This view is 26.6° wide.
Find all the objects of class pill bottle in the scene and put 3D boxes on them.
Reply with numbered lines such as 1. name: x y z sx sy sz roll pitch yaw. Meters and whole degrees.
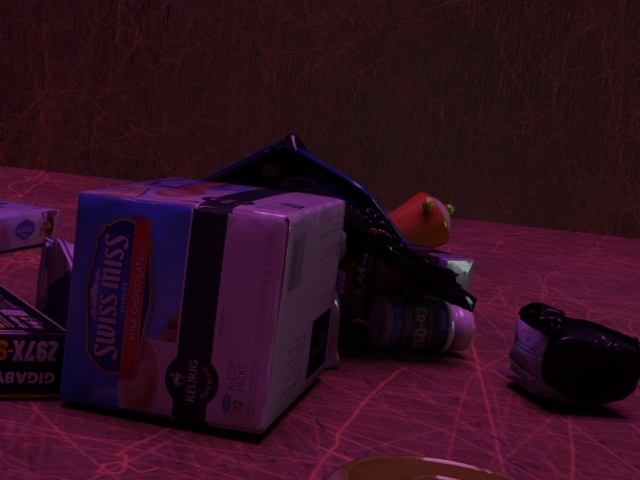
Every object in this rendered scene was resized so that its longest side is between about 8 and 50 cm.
1. pill bottle: 0.145 0.121 1.944 0.137 0.078 0.078 5 8 -18

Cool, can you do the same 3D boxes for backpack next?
1. backpack: 0.314 0.150 1.761 0.152 0.115 0.182 18 3 -19

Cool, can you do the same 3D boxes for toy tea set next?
1. toy tea set: 0.159 0.009 2.334 0.124 0.200 0.336 -27 13 -13

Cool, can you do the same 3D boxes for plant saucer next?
1. plant saucer: 0.107 0.232 1.189 0.241 0.037 0.241 8 8 -1

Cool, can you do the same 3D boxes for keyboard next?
1. keyboard: 0.094 0.007 1.815 0.317 0.033 0.201 34 -6 -29

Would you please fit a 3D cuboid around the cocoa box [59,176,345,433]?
1. cocoa box: -0.122 0.057 1.533 0.228 0.231 0.347 8 7 10

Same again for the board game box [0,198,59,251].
1. board game box: -0.672 -0.039 2.363 0.318 0.066 0.318 10 8 16

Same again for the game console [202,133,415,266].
1. game console: 0.000 0.000 1.978 0.250 0.173 0.293 -26 -42 13

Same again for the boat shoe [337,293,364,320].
1. boat shoe: -0.002 0.101 2.100 0.142 0.049 0.040 9 -18 5

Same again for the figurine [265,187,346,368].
1. figurine: -0.039 0.048 1.789 0.092 0.209 0.215 3 9 -33

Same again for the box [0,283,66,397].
1. box: -0.451 0.097 1.494 0.257 0.079 0.322 2 9 -31

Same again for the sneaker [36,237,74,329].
1. sneaker: -0.271 0.058 1.792 0.182 0.127 0.315 3 7 -17

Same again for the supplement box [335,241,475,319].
1. supplement box: 0.124 0.069 2.132 0.073 0.130 0.239 1 9 -42
